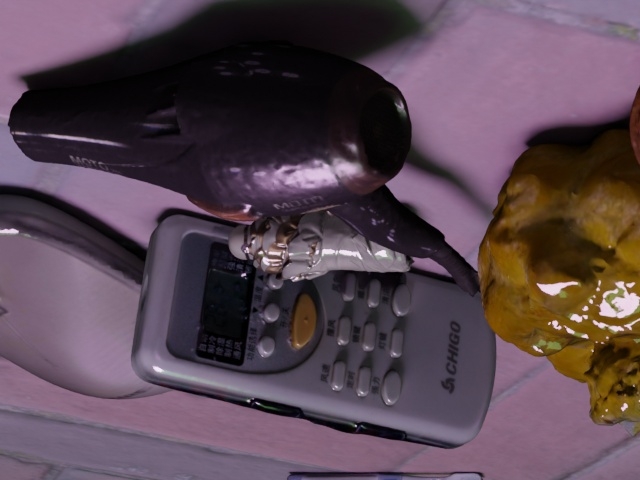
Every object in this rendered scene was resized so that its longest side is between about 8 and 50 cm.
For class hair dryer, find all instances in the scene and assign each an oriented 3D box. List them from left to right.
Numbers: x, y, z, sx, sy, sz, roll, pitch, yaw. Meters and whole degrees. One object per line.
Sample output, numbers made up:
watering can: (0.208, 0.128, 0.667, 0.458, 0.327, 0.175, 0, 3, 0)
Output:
hair dryer: (-0.011, -0.025, 1.366, 0.304, 0.120, 0.359, -2, 157, 38)

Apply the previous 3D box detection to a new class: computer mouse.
computer mouse: (-0.221, 0.059, 1.651, 0.197, 0.095, 0.331, -12, 152, 28)

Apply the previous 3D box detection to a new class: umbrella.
umbrella: (0.000, 0.000, 1.498, 0.143, 0.062, 0.067, -1, -173, 14)

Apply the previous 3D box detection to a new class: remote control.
remote control: (0.001, 0.077, 1.566, 0.296, 0.140, 0.056, 15, 160, -17)

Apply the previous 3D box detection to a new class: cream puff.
cream puff: (0.237, 0.042, 1.369, 0.282, 0.185, 0.282, 9, 157, 4)

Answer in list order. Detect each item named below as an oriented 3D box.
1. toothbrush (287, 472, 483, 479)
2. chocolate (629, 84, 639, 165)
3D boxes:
toothbrush: (0.069, 0.258, 2.140, 0.219, 0.016, 0.019, -3, 164, 18)
chocolate: (0.251, -0.065, 1.201, 0.127, 0.133, 0.124, 2, 124, -50)
